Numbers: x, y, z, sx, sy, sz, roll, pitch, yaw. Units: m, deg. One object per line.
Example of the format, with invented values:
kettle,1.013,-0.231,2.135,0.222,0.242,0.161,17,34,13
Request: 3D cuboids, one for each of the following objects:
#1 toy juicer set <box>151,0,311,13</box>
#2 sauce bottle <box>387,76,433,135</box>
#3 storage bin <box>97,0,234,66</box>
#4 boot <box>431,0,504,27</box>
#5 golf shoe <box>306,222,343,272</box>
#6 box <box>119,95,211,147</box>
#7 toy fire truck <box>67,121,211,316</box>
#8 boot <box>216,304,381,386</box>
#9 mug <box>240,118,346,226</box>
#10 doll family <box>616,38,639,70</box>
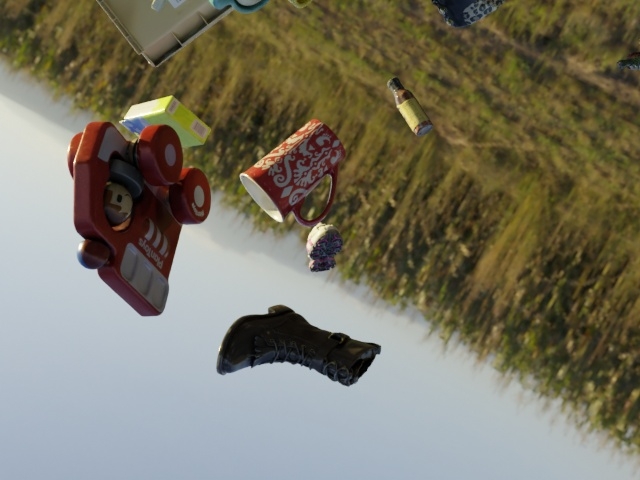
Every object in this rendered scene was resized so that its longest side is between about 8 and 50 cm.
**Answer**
toy juicer set,-0.085,-0.427,1.219,0.089,0.209,0.329,34,-146,22
sauce bottle,0.173,-0.263,1.662,0.128,0.042,0.042,61,-164,23
storage bin,-0.275,-0.488,1.502,0.260,0.262,0.123,53,-176,-18
boot,0.147,-0.376,1.247,0.178,0.236,0.085,53,-163,-39
golf shoe,0.000,0.000,1.704,0.067,0.086,0.186,-8,162,-11
box,-0.311,-0.229,1.695,0.178,0.042,0.109,0,148,49
toy fire truck,-0.314,-0.040,1.411,0.169,0.254,0.302,-2,150,17
boot,-0.034,0.204,1.540,0.229,0.091,0.263,22,-151,27
mug,-0.035,-0.117,1.531,0.150,0.169,0.113,52,166,-24
doll family,0.486,-0.244,1.104,0.193,0.076,0.111,7,-161,-6
